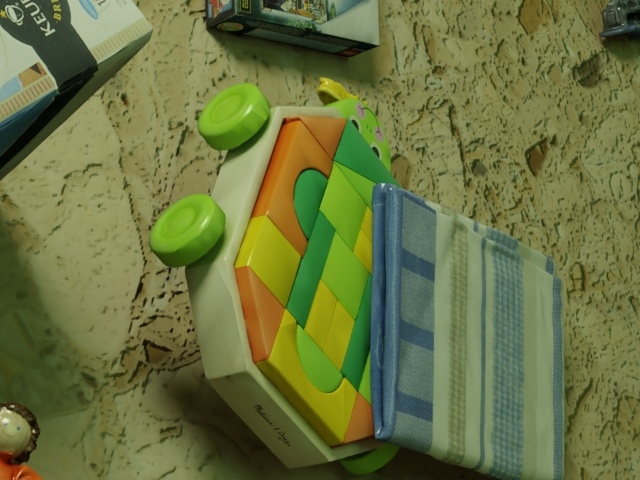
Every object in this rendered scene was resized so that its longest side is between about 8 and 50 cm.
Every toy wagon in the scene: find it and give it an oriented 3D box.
[{"bbox_3d":[0.000,0.000,1.390,0.267,0.068,0.344,51,40,-33],"label":"toy wagon"}]

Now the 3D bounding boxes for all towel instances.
[{"bbox_3d":[0.120,0.083,1.455,0.285,0.034,0.209,23,63,-53],"label":"towel"}]

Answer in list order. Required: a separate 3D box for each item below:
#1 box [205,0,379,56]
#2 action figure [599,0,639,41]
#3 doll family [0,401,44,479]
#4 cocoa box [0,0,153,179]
[{"bbox_3d":[-0.026,-0.286,1.567,0.159,0.044,0.233,7,76,-38],"label":"box"},{"bbox_3d":[0.444,-0.297,1.907,0.341,0.178,0.330,-25,113,-42],"label":"action figure"},{"bbox_3d":[-0.290,0.134,1.103,0.263,0.118,0.163,21,58,-9],"label":"doll family"},{"bbox_3d":[-0.328,-0.171,1.135,0.347,0.231,0.228,54,45,-3],"label":"cocoa box"}]
